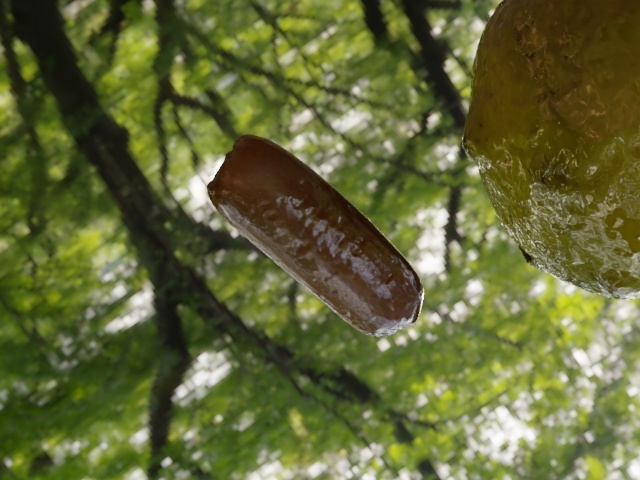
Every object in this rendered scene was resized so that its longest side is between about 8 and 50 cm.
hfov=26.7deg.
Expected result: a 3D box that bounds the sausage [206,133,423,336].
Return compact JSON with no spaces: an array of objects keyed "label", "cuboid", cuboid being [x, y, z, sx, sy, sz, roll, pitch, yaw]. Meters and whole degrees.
[{"label":"sausage","cuboid":[0.000,0.000,1.024,0.076,0.197,0.076,-46,-169,12]}]

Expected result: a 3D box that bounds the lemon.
[{"label":"lemon","cuboid":[0.324,-0.119,1.286,0.387,0.349,0.350,-12,-174,-6]}]
